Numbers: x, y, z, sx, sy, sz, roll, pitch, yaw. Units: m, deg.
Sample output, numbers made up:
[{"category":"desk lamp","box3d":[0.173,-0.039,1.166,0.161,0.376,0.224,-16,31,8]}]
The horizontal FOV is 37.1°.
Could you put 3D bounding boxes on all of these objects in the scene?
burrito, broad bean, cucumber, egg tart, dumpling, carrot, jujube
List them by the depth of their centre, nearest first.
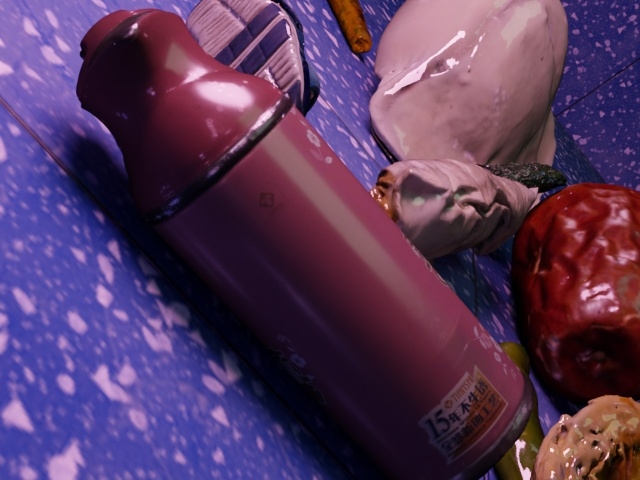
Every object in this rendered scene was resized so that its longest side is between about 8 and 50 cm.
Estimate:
[{"category":"egg tart","box3d":[0.224,0.235,0.691,0.252,0.098,0.231,40,47,-16]},{"category":"broad bean","box3d":[0.169,0.144,0.835,0.065,0.046,0.254,62,16,-17]},{"category":"burrito","box3d":[0.121,-0.020,0.888,0.076,0.117,0.392,48,19,16]},{"category":"cucumber","box3d":[0.196,-0.067,1.085,0.257,0.043,0.044,-6,66,-40]},{"category":"jujube","box3d":[0.325,0.058,1.114,0.223,0.223,0.318,50,28,-11]},{"category":"dumpling","box3d":[0.209,-0.176,1.190,0.315,0.233,0.395,56,43,-15]},{"category":"carrot","box3d":[0.031,-0.314,1.270,0.042,0.042,0.170,30,33,-48]}]

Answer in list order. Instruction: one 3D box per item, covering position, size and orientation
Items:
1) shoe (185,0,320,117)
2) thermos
[{"category":"shoe","box3d":[-0.040,-0.138,0.749,0.106,0.091,0.207,38,20,-32]},{"category":"thermos","box3d":[-0.015,-0.003,0.572,0.330,0.109,0.136,49,21,-14]}]
